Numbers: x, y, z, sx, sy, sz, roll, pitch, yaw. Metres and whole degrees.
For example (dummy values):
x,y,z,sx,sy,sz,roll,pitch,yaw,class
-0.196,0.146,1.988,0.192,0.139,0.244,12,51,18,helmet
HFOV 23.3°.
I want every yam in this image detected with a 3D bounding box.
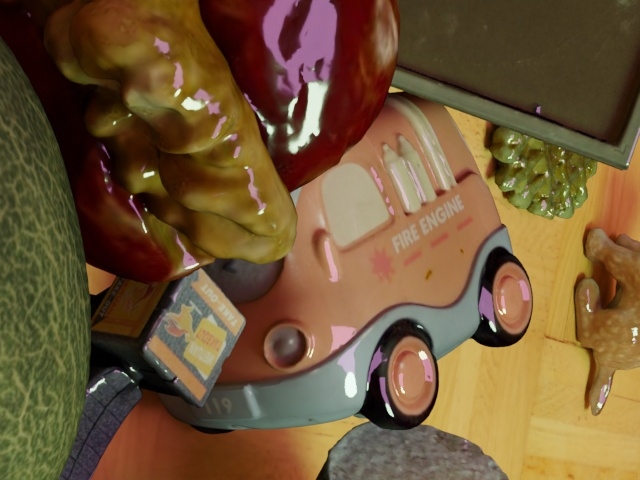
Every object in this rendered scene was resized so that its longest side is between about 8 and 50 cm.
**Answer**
x,y,z,sx,sy,sz,roll,pitch,yaw,class
0.045,0.238,1.057,0.133,0.133,0.330,-52,163,-35,yam

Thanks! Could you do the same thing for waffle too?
x,y,z,sx,sy,sz,roll,pitch,yaw,class
0.206,-0.103,1.374,0.183,0.036,0.169,7,91,-53,waffle

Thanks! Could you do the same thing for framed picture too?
x,y,z,sx,sy,sz,roll,pitch,yaw,class
0.085,-0.204,0.980,0.024,0.315,0.232,-2,113,-88,framed picture

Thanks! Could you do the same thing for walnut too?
x,y,z,sx,sy,sz,roll,pitch,yaw,class
-0.086,-0.121,0.766,0.269,0.222,0.244,60,19,-14,walnut

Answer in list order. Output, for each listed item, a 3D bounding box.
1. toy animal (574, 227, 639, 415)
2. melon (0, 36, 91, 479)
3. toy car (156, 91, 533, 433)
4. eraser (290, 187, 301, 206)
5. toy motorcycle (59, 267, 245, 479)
x,y,z,sx,sy,sz,roll,pitch,yaw,class
0.337,0.086,1.451,0.104,0.185,0.183,-2,97,-55,toy animal
-0.219,0.017,0.660,0.237,0.237,0.301,-37,124,-44,melon
0.000,0.000,1.012,0.270,0.181,0.212,-32,109,-47,toy car
-0.076,-0.072,0.913,0.023,0.150,0.103,54,50,-70,eraser
-0.160,0.127,0.822,0.091,0.157,0.263,52,54,-41,toy motorcycle
